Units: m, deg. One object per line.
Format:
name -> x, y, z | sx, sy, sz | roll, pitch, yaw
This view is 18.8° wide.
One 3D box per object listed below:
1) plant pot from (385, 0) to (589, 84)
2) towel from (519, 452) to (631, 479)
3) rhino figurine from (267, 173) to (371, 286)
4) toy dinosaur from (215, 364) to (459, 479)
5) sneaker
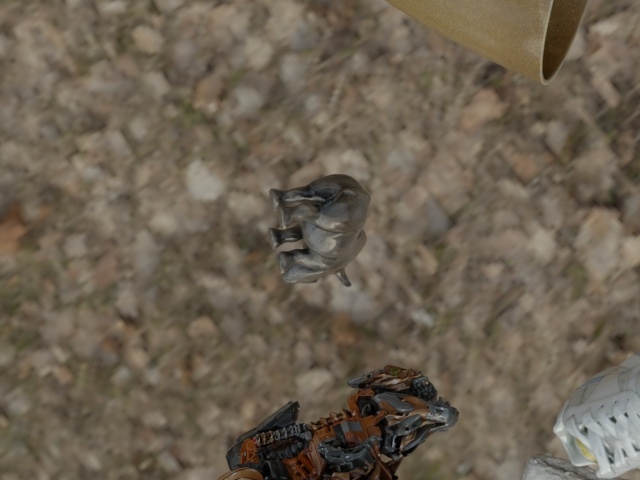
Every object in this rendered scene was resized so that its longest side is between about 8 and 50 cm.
plant pot -> 0.132, -0.297, 1.849 | 0.254, 0.237, 0.237 | 18, 124, 14
towel -> 0.320, 0.327, 1.977 | 0.282, 0.049, 0.187 | 19, 123, 4
rhino figurine -> 0.000, 0.000, 2.134 | 0.243, 0.106, 0.073 | 96, 161, -65
toy dinosaur -> -0.018, 0.231, 1.444 | 0.322, 0.164, 0.218 | -50, 52, 0
sneaker -> 0.235, 0.133, 1.410 | 0.087, 0.092, 0.228 | 56, 172, 3
